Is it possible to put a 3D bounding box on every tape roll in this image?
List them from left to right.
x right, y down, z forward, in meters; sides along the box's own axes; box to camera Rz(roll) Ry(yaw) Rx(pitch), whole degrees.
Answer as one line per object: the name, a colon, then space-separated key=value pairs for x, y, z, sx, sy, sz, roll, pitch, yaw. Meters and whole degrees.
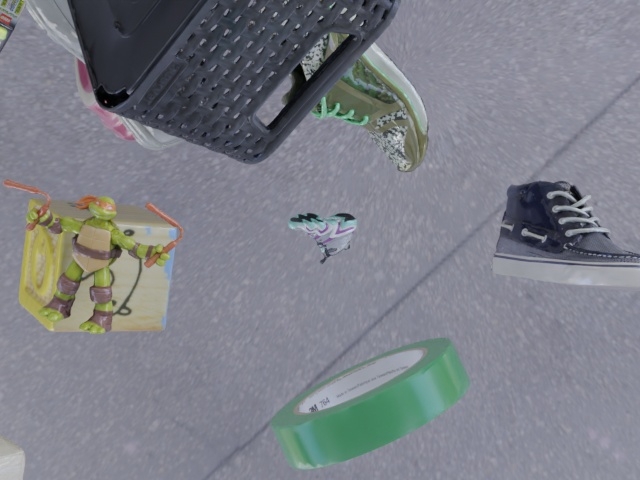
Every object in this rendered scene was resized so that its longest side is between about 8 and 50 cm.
tape roll: x=0.079 y=0.257 z=1.579 sx=0.321 sy=0.321 sz=0.077 roll=-25 pitch=92 yaw=8

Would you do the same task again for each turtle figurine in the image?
turtle figurine: x=-0.354 y=0.018 z=1.474 sx=0.269 sy=0.087 sz=0.217 roll=16 pitch=101 yaw=-8

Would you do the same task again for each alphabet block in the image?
alphabet block: x=-0.376 y=0.040 z=1.650 sx=0.197 sy=0.193 sz=0.192 roll=2 pitch=99 yaw=-34

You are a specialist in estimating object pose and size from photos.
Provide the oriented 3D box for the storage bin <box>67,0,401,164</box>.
storage bin: x=-0.054 y=-0.141 z=0.469 sx=0.084 sy=0.180 sz=0.122 roll=20 pitch=126 yaw=-42

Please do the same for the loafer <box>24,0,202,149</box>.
loafer: x=-0.224 y=-0.237 z=1.075 sx=0.111 sy=0.112 sz=0.319 roll=-24 pitch=131 yaw=16

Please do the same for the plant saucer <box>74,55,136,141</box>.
plant saucer: x=-0.283 y=-0.311 z=1.408 sx=0.084 sy=0.332 sz=0.332 roll=4 pitch=102 yaw=-28

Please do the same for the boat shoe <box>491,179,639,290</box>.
boat shoe: x=0.378 y=-0.013 z=1.481 sx=0.127 sy=0.340 sz=0.158 roll=7 pitch=90 yaw=-27

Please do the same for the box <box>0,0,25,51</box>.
box: x=-0.514 y=-0.306 z=1.527 sx=0.036 sy=0.114 sz=0.207 roll=28 pitch=137 yaw=-24

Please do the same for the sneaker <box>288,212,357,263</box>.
sneaker: x=0.000 y=0.000 z=1.320 sx=0.098 sy=0.038 sz=0.069 roll=1 pitch=115 yaw=-21

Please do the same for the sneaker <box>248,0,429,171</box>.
sneaker: x=0.016 y=-0.245 z=1.563 sx=0.182 sy=0.158 sz=0.410 roll=-46 pitch=118 yaw=-16

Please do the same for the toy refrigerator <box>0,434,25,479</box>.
toy refrigerator: x=-0.301 y=0.129 z=0.583 sx=0.269 sy=0.094 sz=0.102 roll=18 pitch=101 yaw=34
